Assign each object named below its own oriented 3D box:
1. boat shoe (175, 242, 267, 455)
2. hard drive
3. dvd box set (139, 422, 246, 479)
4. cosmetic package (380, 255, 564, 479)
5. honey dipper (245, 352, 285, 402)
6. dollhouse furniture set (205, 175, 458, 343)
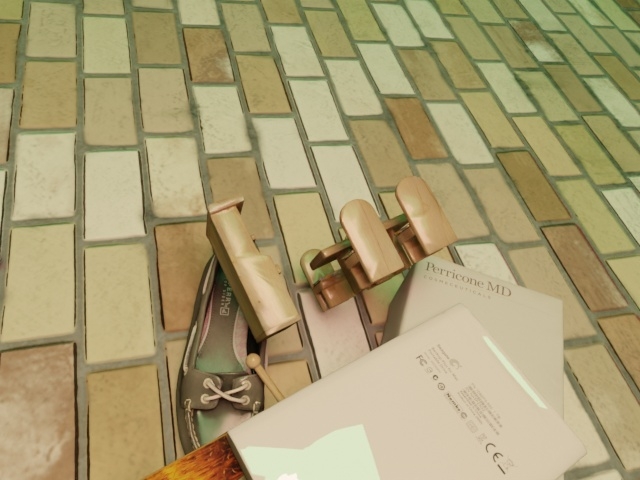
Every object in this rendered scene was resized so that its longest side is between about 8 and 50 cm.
[{"bbox_3d":[-0.124,0.135,0.678,0.112,0.095,0.335,5,53,-11],"label":"boat shoe"},{"bbox_3d":[0.091,0.207,0.524,0.308,0.040,0.203,-23,60,-25],"label":"hard drive"},{"bbox_3d":[-0.167,0.375,0.406,0.421,0.062,0.307,-15,68,-42],"label":"dvd box set"},{"bbox_3d":[0.166,0.226,0.646,0.217,0.156,0.384,18,53,2],"label":"cosmetic package"},{"bbox_3d":[-0.043,0.203,0.640,0.030,0.030,0.160,-42,103,-35],"label":"honey dipper"},{"bbox_3d":[0.000,0.000,0.660,0.242,0.212,0.161,-24,81,-19],"label":"dollhouse furniture set"}]
